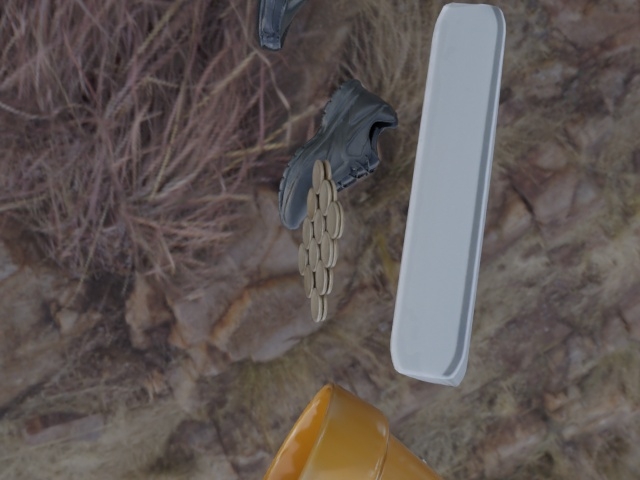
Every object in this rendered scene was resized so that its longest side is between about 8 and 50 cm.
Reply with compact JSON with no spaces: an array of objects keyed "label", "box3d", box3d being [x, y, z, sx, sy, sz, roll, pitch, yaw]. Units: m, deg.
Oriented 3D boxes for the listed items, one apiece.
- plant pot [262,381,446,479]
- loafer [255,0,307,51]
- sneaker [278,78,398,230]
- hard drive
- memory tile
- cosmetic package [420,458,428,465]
[{"label":"plant pot","box3d":[0.041,0.255,0.689,0.188,0.205,0.205,29,126,-2]},{"label":"loafer","box3d":[-0.021,-0.324,0.963,0.078,0.223,0.076,16,167,2]},{"label":"sneaker","box3d":[0.029,-0.135,1.407,0.286,0.130,0.109,-59,165,3]},{"label":"hard drive","box3d":[0.094,-0.002,0.573,0.040,0.203,0.307,7,171,11]},{"label":"memory tile","box3d":[0.000,0.000,0.849,0.012,0.113,0.148,-1,128,-15]},{"label":"cosmetic package","box3d":[0.106,0.286,0.856,0.060,0.115,0.041,-16,-159,48]}]
